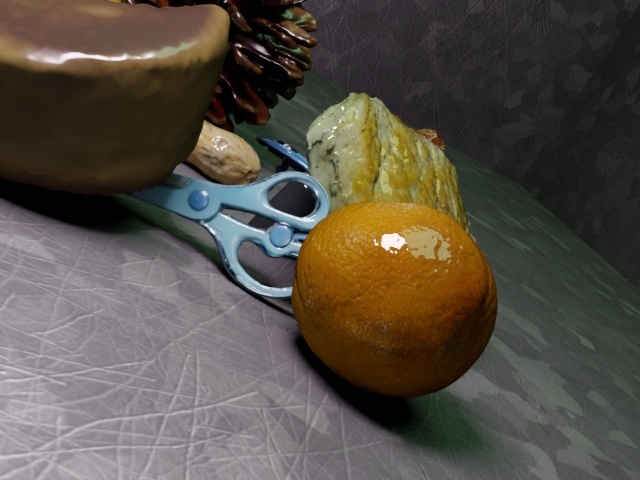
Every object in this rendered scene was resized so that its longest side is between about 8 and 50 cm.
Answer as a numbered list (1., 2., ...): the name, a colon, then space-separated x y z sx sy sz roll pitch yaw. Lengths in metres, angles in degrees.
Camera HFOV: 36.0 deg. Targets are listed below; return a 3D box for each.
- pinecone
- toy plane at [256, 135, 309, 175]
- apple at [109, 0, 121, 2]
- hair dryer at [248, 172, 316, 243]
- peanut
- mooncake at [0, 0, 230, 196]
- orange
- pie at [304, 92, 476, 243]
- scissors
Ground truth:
1. pinecone: -0.184 -0.392 1.855 0.398 0.397 0.398 30 15 -9
2. toy plane: -0.030 -0.141 2.027 0.246 0.078 0.169 25 15 1
3. apple: -0.441 -0.408 1.902 0.182 0.155 0.182 31 17 -10
4. hair dryer: 0.000 0.000 1.590 0.219 0.124 0.071 43 11 -25
5. peanut: -0.201 -0.166 1.729 0.214 0.099 0.099 32 15 -1
6. mooncake: -0.343 -0.235 1.283 0.393 0.246 0.394 -6 40 -35
7. orange: 0.087 0.069 1.246 0.264 0.264 0.264 30 15 -9
8. pie: 0.108 -0.023 1.535 0.418 0.180 0.395 7 68 -63
9. scissors: -0.163 -0.045 1.366 0.393 0.180 0.032 18 -8 5
